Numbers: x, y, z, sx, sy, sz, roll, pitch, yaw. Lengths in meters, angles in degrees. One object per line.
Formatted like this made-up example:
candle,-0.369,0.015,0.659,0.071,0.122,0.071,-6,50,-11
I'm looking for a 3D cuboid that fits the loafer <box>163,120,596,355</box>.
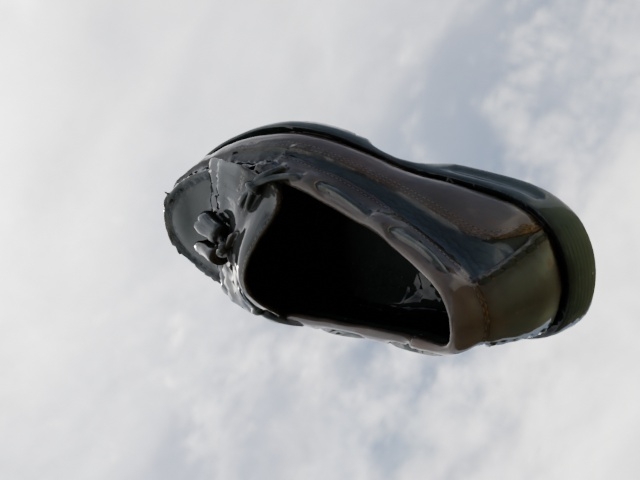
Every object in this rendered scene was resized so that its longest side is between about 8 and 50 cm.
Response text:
loafer,0.000,0.000,0.665,0.084,0.268,0.096,-24,-67,-39
